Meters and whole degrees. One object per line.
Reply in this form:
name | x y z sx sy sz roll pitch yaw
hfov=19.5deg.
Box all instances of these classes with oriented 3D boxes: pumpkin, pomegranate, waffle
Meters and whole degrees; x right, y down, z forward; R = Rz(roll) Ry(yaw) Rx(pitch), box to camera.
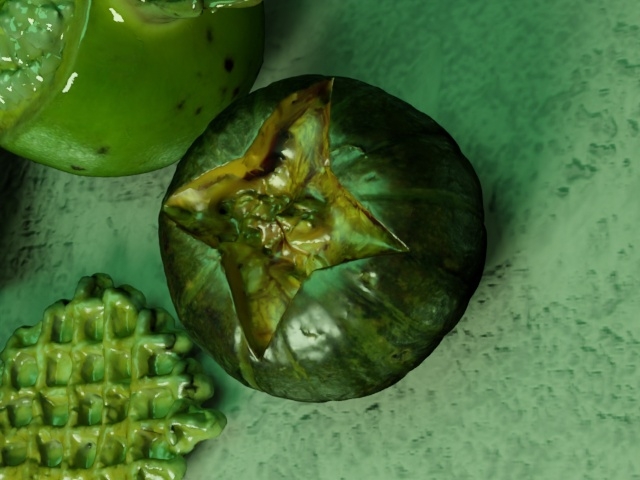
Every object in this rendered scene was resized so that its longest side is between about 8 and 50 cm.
pumpkin | 0.002 0.001 1.299 0.238 0.159 0.238 -8 74 30
pomegranate | -0.147 -0.178 1.409 0.340 0.260 0.260 -1 68 59
waffle | -0.179 0.135 1.430 0.204 0.054 0.223 -50 51 4
